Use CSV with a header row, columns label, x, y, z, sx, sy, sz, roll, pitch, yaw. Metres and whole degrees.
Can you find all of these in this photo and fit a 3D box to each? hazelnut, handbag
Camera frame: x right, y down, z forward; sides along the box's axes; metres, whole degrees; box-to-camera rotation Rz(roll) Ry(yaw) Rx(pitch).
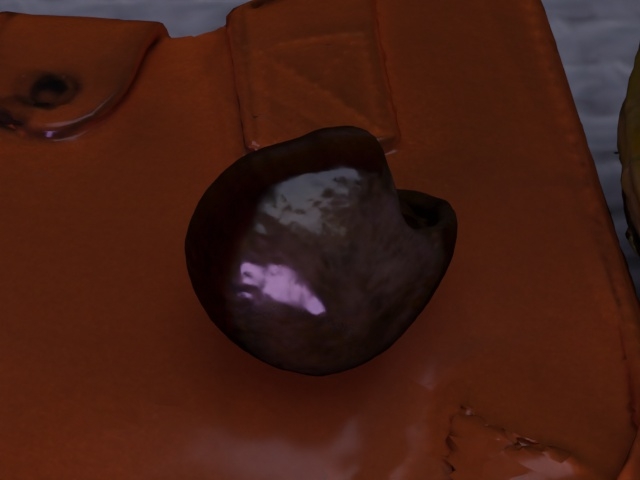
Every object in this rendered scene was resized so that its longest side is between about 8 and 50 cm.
label,x,y,z,sx,sy,sz,roll,pitch,yaw
hazelnut,0.000,0.000,0.444,0.086,0.086,0.086,0,56,0
handbag,-0.094,0.040,0.530,0.410,0.116,0.303,-7,55,-3

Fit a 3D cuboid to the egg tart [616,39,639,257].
label,x,y,z,sx,sy,sz,roll,pitch,yaw
egg tart,0.244,0.000,0.518,0.290,0.115,0.290,13,58,-21
